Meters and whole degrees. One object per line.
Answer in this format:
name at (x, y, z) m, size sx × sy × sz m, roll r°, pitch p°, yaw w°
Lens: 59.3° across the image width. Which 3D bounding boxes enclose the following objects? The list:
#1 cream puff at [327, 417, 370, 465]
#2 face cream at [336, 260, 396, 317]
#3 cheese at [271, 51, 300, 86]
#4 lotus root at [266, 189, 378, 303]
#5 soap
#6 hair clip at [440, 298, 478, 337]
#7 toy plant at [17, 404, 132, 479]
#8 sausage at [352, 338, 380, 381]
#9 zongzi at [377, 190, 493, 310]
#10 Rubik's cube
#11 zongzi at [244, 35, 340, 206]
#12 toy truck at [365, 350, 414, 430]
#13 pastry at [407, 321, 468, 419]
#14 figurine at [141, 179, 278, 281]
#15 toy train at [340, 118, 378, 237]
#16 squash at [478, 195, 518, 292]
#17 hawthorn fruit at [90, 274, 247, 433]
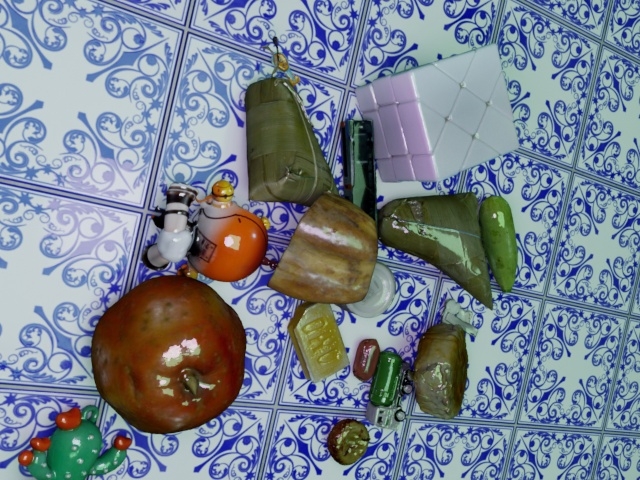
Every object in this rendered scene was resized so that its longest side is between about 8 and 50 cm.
cream puff at (0.085, 0.634, 1.788) m, size 0.149 × 0.084 × 0.149 m, roll -4°, pitch 98°, yaw -28°
face cream at (0.121, 0.138, 1.715) m, size 0.177 × 0.153 × 0.177 m, roll -3°, pitch 96°, yaw -23°
cheese at (-0.101, -0.495, 1.619) m, size 0.047 × 0.017 × 0.111 m, roll -44°, pitch 112°, yaw -12°
lotus root at (0.035, 0.021, 1.514) m, size 0.250 × 0.316 × 0.316 m, roll 22°, pitch 86°, yaw 3°
soap at (-0.011, 0.300, 1.714) m, size 0.140 × 0.073 × 0.232 m, roll -25°, pitch 104°, yaw -25°
hair clip at (0.475, 0.280, 1.952) m, size 0.172 × 0.049 × 0.116 m, roll 32°, pitch 77°, yaw -22°
toy plant at (-0.634, 0.614, 1.405) m, size 0.280 × 0.185 × 0.400 m, roll 18°, pitch 73°, yaw -32°
sausage at (0.145, 0.380, 1.796) m, size 0.076 × 0.076 × 0.141 m, roll 13°, pitch 88°, yaw -25°
zongzi at (0.358, 0.044, 1.758) m, size 0.356 × 0.174 × 0.392 m, roll -4°, pitch 75°, yaw -20°
Rubik's cube at (0.341, -0.367, 1.675) m, size 0.322 × 0.316 × 0.318 m, roll -24°, pitch 104°, yaw -22°
zongzi at (-0.068, -0.301, 1.604) m, size 0.418 × 0.181 × 0.446 m, roll 15°, pitch 67°, yaw -54°
toy truck at (0.221, 0.485, 1.828) m, size 0.125 × 0.101 × 0.242 m, roll 14°, pitch 87°, yaw -21°
pastry at (0.394, 0.429, 1.827) m, size 0.330 × 0.136 × 0.329 m, roll -12°, pitch 103°, yaw -63°
figurine at (-0.277, 0.002, 1.477) m, size 0.323 × 0.196 × 0.320 m, roll 9°, pitch 119°, yaw -35°
toy train at (0.118, -0.161, 1.717) m, size 0.086 × 0.089 × 0.409 m, roll -7°, pitch 99°, yaw -22°
squash at (0.626, 0.023, 1.958) m, size 0.118 × 0.118 × 0.370 m, roll -19°, pitch 106°, yaw -22°
hawthorn fruit at (-0.355, 0.297, 1.384) m, size 0.403 × 0.403 × 0.402 m, roll -3°, pitch 97°, yaw -25°
